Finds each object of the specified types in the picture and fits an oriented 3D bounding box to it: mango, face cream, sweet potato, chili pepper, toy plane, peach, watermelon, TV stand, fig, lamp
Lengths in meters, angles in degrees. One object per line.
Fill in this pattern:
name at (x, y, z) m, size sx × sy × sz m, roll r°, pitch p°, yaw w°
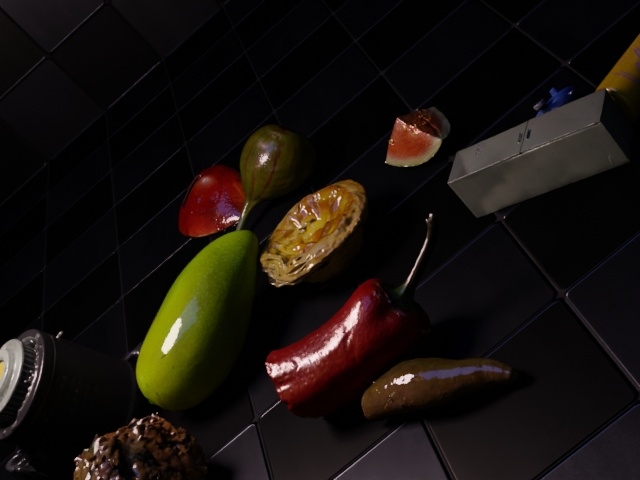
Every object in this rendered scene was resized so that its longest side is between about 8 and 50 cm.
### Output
mango at (-0.199, 0.133, 1.982) m, size 0.192 × 0.156 × 0.343 m, roll -5°, pitch 58°, yaw 61°
face cream at (0.519, -0.299, 1.715) m, size 0.273 × 0.078 × 0.078 m, roll -50°, pitch 27°, yaw -12°
sweet potato at (0.151, 0.188, 1.538) m, size 0.243 × 0.077 × 0.077 m, roll -24°, pitch 33°, yaw 38°
chili pepper at (0.084, 0.129, 1.641) m, size 0.338 × 0.134 × 0.131 m, roll -39°, pitch 41°, yaw 19°
toy plane at (0.348, -0.186, 1.834) m, size 0.167 × 0.054 × 0.062 m, roll -44°, pitch 2°, yaw -2°
peach at (-0.241, -0.090, 2.491) m, size 0.189 × 0.068 × 0.279 m, roll -51°, pitch 27°, yaw -9°
watermelon at (0.160, -0.182, 2.033) m, size 0.135 × 0.094 × 0.125 m, roll -38°, pitch 34°, yaw 21°
TV stand at (0.328, -0.128, 1.727) m, size 0.269 × 0.088 × 0.083 m, roll -22°, pitch 34°, yaw 36°
fig at (-0.106, -0.107, 2.310) m, size 0.259 × 0.151 × 0.151 m, roll -67°, pitch 22°, yaw 15°
lamp at (-0.460, 0.271, 2.049) m, size 0.205 × 0.272 × 0.374 m, roll 5°, pitch 54°, yaw 55°

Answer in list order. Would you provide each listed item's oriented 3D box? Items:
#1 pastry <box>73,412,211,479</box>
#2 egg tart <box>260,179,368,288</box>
pastry at (-0.305, 0.386, 1.758) m, size 0.274 × 0.193 × 0.275 m, roll -33°, pitch 31°, yaw 22°
egg tart at (0.000, 0.000, 1.984) m, size 0.241 × 0.106 × 0.241 m, roll -33°, pitch 26°, yaw 19°
